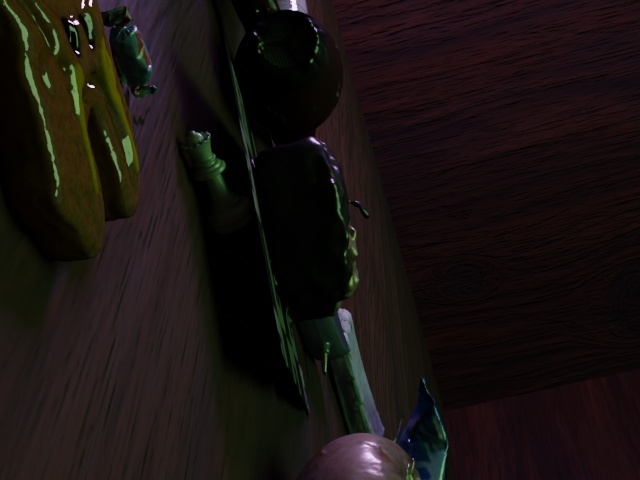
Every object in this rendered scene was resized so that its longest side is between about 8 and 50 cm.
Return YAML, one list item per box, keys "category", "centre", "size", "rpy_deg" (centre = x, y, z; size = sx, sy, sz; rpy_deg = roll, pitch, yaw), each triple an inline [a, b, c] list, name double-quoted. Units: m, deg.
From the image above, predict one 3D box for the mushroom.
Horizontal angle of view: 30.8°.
- category: "mushroom"
  centre: [0.062, 0.275, 1.004]
  size: [0.226, 0.178, 0.227]
  rpy_deg: [161, -90, -89]

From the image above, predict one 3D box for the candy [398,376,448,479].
- category: "candy"
  centre: [0.126, 0.362, 1.565]
  size: [0.187, 0.077, 0.331]
  rpy_deg: [82, 17, -69]

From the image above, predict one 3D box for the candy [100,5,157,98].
- category: "candy"
  centre: [-0.138, -0.132, 0.822]
  size: [0.083, 0.030, 0.020]
  rpy_deg: [79, 0, -50]

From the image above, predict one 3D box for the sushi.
- category: "sushi"
  centre: [0.000, 0.000, 1.152]
  size: [0.373, 0.099, 0.296]
  rpy_deg: [79, 0, -72]

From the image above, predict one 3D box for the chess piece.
- category: "chess piece"
  centre: [-0.090, -0.053, 0.986]
  size: [0.042, 0.042, 0.093]
  rpy_deg: [-91, 162, -60]

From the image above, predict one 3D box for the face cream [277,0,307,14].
- category: "face cream"
  centre: [-0.062, -0.357, 1.613]
  size: [0.269, 0.082, 0.082]
  rpy_deg: [-96, 169, -45]

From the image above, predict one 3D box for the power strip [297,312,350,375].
- category: "power strip"
  centre: [-0.008, 0.060, 1.393]
  size: [0.137, 0.044, 0.216]
  rpy_deg: [55, 22, -70]

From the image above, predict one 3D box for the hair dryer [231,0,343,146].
- category: "hair dryer"
  centre: [-0.080, -0.275, 1.367]
  size: [0.312, 0.123, 0.341]
  rpy_deg: [104, -37, -82]

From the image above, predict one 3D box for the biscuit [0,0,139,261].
- category: "biscuit"
  centre: [-0.155, -0.141, 0.627]
  size: [0.186, 0.044, 0.295]
  rpy_deg: [-87, 163, -74]

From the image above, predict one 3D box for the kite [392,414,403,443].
- category: "kite"
  centre: [0.081, 0.315, 1.511]
  size: [0.310, 0.015, 0.169]
  rpy_deg: [37, 65, -81]

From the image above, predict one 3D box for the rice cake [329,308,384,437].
- category: "rice cake"
  centre: [0.046, 0.198, 1.575]
  size: [0.124, 0.038, 0.211]
  rpy_deg: [-83, 159, -71]
